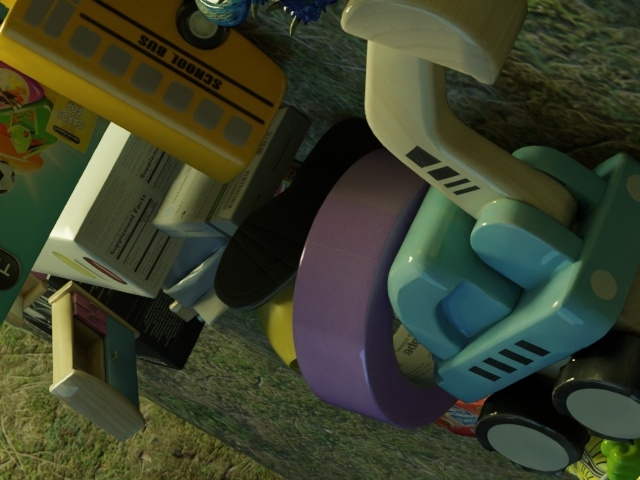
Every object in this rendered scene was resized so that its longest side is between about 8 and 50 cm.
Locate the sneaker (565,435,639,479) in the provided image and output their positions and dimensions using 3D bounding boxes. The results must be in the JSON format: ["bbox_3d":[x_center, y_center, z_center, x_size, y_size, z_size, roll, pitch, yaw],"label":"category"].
[{"bbox_3d":[0.392,0.298,2.117,0.145,0.147,0.385,26,165,-6],"label":"sneaker"}]

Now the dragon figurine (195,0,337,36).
[{"bbox_3d":[-0.081,-0.225,1.202,0.289,0.144,0.085,6,154,49],"label":"dragon figurine"}]

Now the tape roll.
[{"bbox_3d":[0.087,0.047,1.562,0.090,0.275,0.275,16,161,34],"label":"tape roll"}]

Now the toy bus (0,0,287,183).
[{"bbox_3d":[-0.199,-0.194,1.497,0.333,0.130,0.108,29,163,-12],"label":"toy bus"}]

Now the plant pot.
[{"bbox_3d":[-0.018,0.129,2.186,0.134,0.095,0.134,-9,154,-4],"label":"plant pot"}]

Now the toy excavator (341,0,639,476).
[{"bbox_3d":[0.152,-0.024,1.354,0.445,0.222,0.433,32,150,-11],"label":"toy excavator"}]

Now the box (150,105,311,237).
[{"bbox_3d":[-0.102,-0.072,1.705,0.038,0.145,0.186,36,160,-28],"label":"box"}]

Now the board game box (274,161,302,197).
[{"bbox_3d":[-0.048,-0.045,1.914,0.124,0.039,0.259,22,166,16],"label":"board game box"}]

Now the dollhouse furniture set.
[{"bbox_3d":[-0.240,0.061,2.051,0.286,0.303,0.198,41,-161,-32],"label":"dollhouse furniture set"}]

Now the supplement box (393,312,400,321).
[{"bbox_3d":[0.125,0.062,1.894,0.055,0.083,0.043,20,162,18],"label":"supplement box"}]

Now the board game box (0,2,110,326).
[{"bbox_3d":[-0.378,-0.114,1.646,0.254,0.336,0.079,33,162,-25],"label":"board game box"}]

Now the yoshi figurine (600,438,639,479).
[{"bbox_3d":[0.347,0.176,1.739,0.203,0.203,0.362,22,162,34],"label":"yoshi figurine"}]

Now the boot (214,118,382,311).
[{"bbox_3d":[0.002,0.000,1.642,0.085,0.236,0.178,37,174,26],"label":"boot"}]

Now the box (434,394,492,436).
[{"bbox_3d":[0.224,0.183,2.040,0.123,0.128,0.257,34,162,-26],"label":"box"}]

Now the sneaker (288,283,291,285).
[{"bbox_3d":[-0.156,0.045,2.250,0.225,0.088,0.093,27,165,-3],"label":"sneaker"}]

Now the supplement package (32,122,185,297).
[{"bbox_3d":[-0.283,-0.065,1.890,0.262,0.204,0.145,9,156,46],"label":"supplement package"}]

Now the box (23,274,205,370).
[{"bbox_3d":[-0.380,0.032,2.382,0.343,0.179,0.312,10,159,43],"label":"box"}]
